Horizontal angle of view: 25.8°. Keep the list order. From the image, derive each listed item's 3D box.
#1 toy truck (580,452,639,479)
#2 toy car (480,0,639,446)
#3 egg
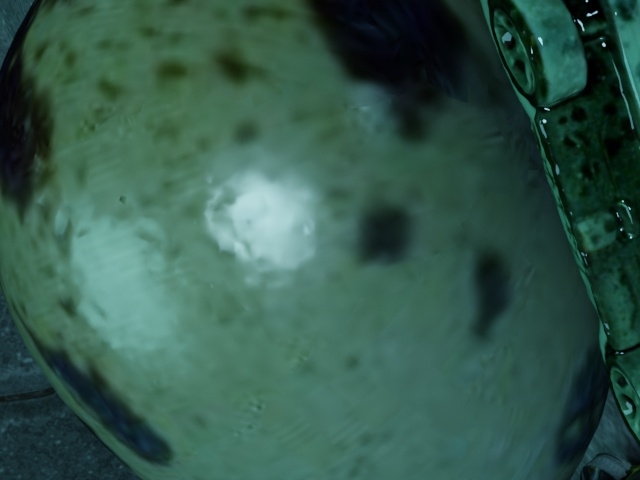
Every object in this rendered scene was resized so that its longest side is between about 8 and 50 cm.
[{"bbox_3d":[0.219,0.202,0.838,0.157,0.124,0.272,51,157,6],"label":"toy truck"},{"bbox_3d":[0.167,-0.034,0.649,0.125,0.136,0.306,-126,14,-72],"label":"toy car"},{"bbox_3d":[0.000,0.000,0.814,0.428,0.345,0.345,55,163,-10],"label":"egg"}]
